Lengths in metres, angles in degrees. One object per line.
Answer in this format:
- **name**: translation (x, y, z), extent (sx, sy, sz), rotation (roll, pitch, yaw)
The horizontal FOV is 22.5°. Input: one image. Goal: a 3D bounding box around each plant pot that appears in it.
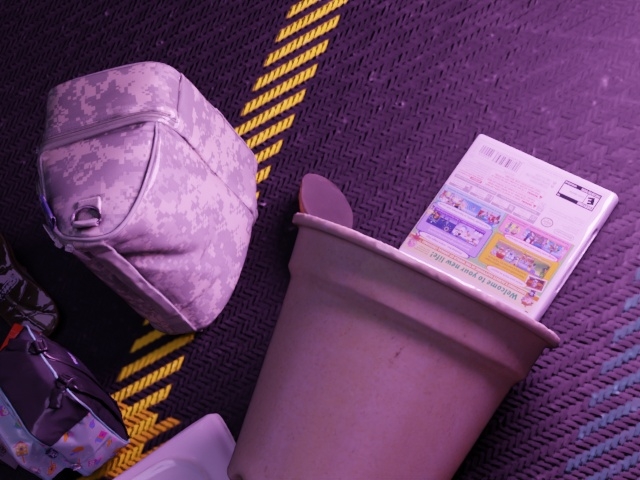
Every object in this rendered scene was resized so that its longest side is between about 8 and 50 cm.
- **plant pot**: translation (0.054, 0.176, 1.814), extent (0.334, 0.334, 0.305), rotation (24, 85, 33)

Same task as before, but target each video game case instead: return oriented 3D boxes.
- **video game case**: translation (0.231, -0.017, 1.997), extent (0.212, 0.023, 0.193), rotation (28, 77, 33)

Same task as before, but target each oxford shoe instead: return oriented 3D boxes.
- **oxford shoe**: translation (0.000, 0.000, 2.070), extent (0.076, 0.076, 0.212), rotation (-55, 32, 37)

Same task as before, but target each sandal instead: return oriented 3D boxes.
- **sandal**: translation (-0.433, 0.058, 2.244), extent (0.219, 0.060, 0.090), rotation (41, 90, 21)

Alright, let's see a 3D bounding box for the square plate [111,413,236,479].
- **square plate**: translation (-0.204, 0.418, 1.921), extent (0.347, 0.049, 0.344), rotation (-33, 55, 0)

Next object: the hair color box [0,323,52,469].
- **hair color box**: translation (-0.403, 0.205, 2.120), extent (0.053, 0.093, 0.167), rotation (15, 69, 32)

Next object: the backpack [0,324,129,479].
- **backpack**: translation (-0.335, 0.219, 2.025), extent (0.144, 0.188, 0.166), rotation (-47, 58, 1)

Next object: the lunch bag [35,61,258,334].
- **lunch bag**: translation (-0.223, -0.045, 2.049), extent (0.213, 0.305, 0.256), rotation (-13, 57, 19)
